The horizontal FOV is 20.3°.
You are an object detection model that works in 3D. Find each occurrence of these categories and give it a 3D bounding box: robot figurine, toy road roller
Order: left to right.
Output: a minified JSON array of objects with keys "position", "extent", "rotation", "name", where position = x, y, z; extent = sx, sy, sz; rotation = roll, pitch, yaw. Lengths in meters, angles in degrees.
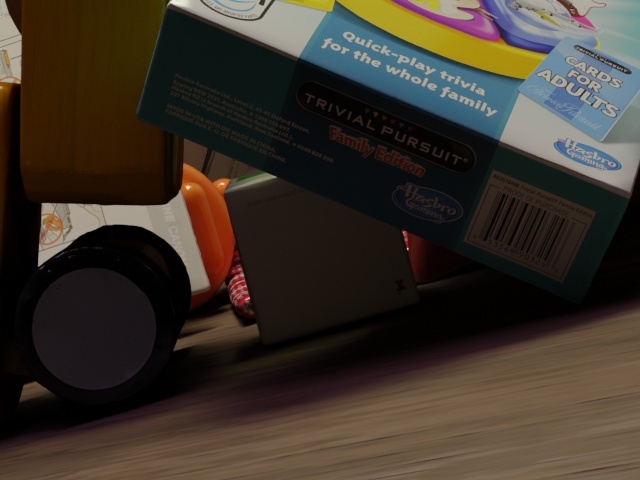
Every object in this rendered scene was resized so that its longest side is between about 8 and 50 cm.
[{"position":[-0.197,-0.054,1.087],"extent":[0.240,0.329,0.202],"rotation":[4,4,-2],"name":"toy road roller"},{"position":[-0.145,0.001,1.401],"extent":[0.158,0.128,0.219],"rotation":[-59,20,-15],"name":"robot figurine"}]

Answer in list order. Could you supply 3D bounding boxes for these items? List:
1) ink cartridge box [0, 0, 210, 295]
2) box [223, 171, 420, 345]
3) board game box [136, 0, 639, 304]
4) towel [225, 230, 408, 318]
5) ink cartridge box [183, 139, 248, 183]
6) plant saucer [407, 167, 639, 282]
[{"position":[-0.239,-0.050,1.312],"extent":[0.261,0.296,0.066],"rotation":[-17,-16,-1],"name":"ink cartridge box"},{"position":[0.000,0.000,1.111],"extent":[0.101,0.102,0.087],"rotation":[-15,8,2],"name":"box"},{"position":[0.075,-0.131,1.042],"extent":[0.254,0.079,0.336],"rotation":[23,37,4],"name":"board game box"},{"position":[0.023,0.006,1.351],"extent":[0.199,0.031,0.275],"rotation":[-18,6,-4],"name":"towel"},{"position":[-0.211,-0.074,1.672],"extent":[0.211,0.121,0.289],"rotation":[14,-1,17],"name":"ink cartridge box"},{"position":[0.165,-0.100,1.235],"extent":[0.258,0.048,0.259],"rotation":[-23,28,14],"name":"plant saucer"}]
